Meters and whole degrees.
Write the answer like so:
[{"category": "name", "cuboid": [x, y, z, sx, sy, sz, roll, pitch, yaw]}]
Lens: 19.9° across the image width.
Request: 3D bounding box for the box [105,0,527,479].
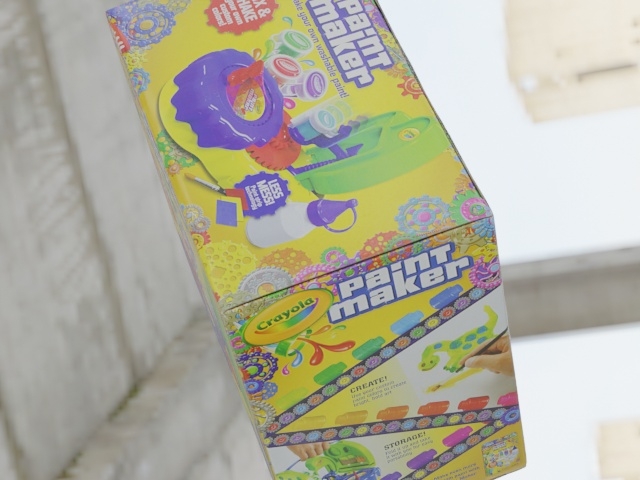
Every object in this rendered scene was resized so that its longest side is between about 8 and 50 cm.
[{"category": "box", "cuboid": [0.000, 0.000, 1.251, 0.279, 0.177, 0.290, 77, 172, -48]}]
